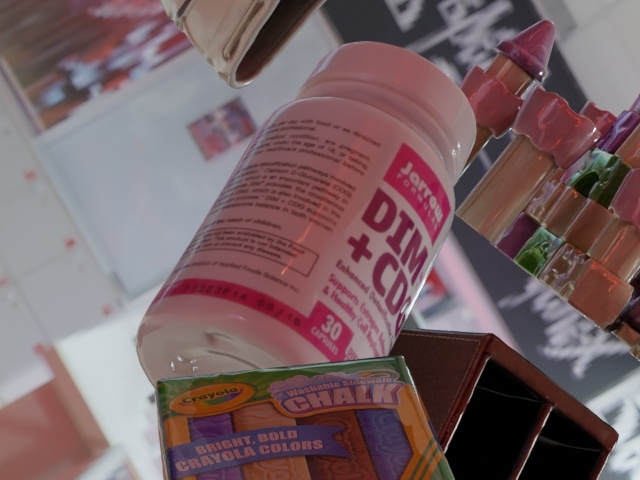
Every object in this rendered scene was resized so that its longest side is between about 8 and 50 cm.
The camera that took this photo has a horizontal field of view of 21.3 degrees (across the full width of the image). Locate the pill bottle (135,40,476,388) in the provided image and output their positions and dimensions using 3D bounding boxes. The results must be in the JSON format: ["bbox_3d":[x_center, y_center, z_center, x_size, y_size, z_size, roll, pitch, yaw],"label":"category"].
[{"bbox_3d":[0.000,0.000,1.211,0.160,0.283,0.160,19,-35,14],"label":"pill bottle"}]

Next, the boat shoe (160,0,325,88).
[{"bbox_3d":[0.014,-0.185,0.961,0.088,0.267,0.096,56,29,8],"label":"boat shoe"}]

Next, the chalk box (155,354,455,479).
[{"bbox_3d":[-0.009,0.143,0.838,0.213,0.132,0.132,-107,-167,-65],"label":"chalk box"}]

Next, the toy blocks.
[{"bbox_3d":[0.278,-0.058,1.451,0.309,0.260,0.288,37,3,-13],"label":"toy blocks"}]

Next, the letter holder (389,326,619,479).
[{"bbox_3d":[0.045,0.194,1.344,0.152,0.214,0.302,38,-20,-28],"label":"letter holder"}]
